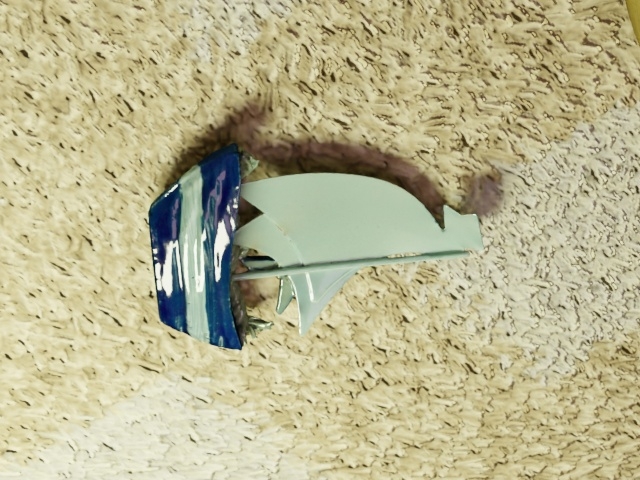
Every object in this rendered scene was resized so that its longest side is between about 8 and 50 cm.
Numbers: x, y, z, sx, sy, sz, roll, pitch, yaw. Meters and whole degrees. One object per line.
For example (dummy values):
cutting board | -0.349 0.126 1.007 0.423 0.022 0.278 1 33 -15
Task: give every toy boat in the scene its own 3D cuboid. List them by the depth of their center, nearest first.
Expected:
toy boat | -0.017 0.021 1.427 0.292 0.070 0.210 13 128 -24

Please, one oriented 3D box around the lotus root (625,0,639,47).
lotus root | 0.332 -0.174 1.274 0.183 0.183 0.310 -22 135 7
